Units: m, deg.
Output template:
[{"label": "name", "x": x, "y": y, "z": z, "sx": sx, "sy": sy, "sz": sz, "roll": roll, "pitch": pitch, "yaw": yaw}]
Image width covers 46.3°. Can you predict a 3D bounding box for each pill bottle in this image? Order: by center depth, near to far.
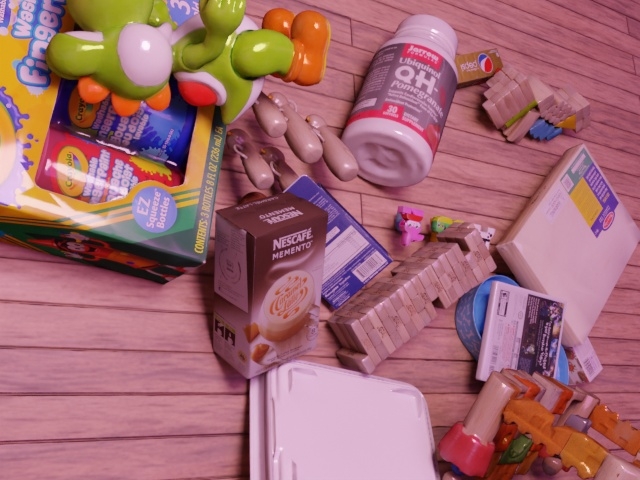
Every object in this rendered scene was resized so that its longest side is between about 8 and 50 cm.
[{"label": "pill bottle", "x": 0.164, "y": -0.275, "z": 1.437, "sx": 0.176, "sy": 0.176, "sz": 0.319, "roll": 33, "pitch": 60, "yaw": -23}]

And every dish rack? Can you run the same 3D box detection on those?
[{"label": "dish rack", "x": 0.053, "y": 0.320, "z": 1.177, "sx": 0.332, "sy": 0.072, "sz": 0.286, "roll": 15, "pitch": 47, "yaw": -22}]

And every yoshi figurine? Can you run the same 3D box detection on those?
[{"label": "yoshi figurine", "x": -0.180, "y": -0.292, "z": 0.997, "sx": 0.361, "sy": 0.204, "sz": 0.203, "roll": -7, "pitch": 61, "yaw": -27}]

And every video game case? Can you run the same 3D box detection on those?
[{"label": "video game case", "x": 0.388, "y": 0.189, "z": 1.441, "sx": 0.173, "sy": 0.022, "sz": 0.191, "roll": 15, "pitch": 80, "yaw": -21}]

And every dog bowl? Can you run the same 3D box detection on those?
[{"label": "dog bowl", "x": 0.382, "y": 0.210, "z": 1.510, "sx": 0.297, "sy": 0.074, "sz": 0.166, "roll": 52, "pitch": 55, "yaw": -11}]

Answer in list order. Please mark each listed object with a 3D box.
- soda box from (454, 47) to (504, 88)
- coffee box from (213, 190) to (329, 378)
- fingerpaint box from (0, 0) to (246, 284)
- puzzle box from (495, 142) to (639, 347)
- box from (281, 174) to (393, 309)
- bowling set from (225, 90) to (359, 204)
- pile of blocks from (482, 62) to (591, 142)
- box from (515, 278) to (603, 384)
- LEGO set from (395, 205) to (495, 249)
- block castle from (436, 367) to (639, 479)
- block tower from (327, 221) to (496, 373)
[{"label": "soda box", "x": 0.325, "y": -0.375, "z": 1.651, "sx": 0.181, "sy": 0.058, "sz": 0.061, "roll": -20, "pitch": 89, "yaw": -37}, {"label": "coffee box", "x": -0.079, "y": 0.066, "z": 1.137, "sx": 0.141, "sy": 0.098, "sz": 0.247, "roll": -20, "pitch": 127, "yaw": -37}, {"label": "fingerpaint box", "x": -0.327, "y": -0.204, "z": 1.082, "sx": 0.370, "sy": 0.163, "sz": 0.445, "roll": 19, "pitch": 66, "yaw": -30}, {"label": "puzzle box", "x": 0.552, "y": 0.000, "z": 1.628, "sx": 0.272, "sy": 0.052, "sz": 0.409, "roll": 54, "pitch": 52, "yaw": -10}, {"label": "box", "x": 0.000, "y": 0.000, "z": 1.269, "sx": 0.225, "sy": 0.136, "sz": 0.036, "roll": 44, "pitch": 12, "yaw": -22}, {"label": "bowling set", "x": -0.092, "y": -0.145, "z": 1.247, "sx": 0.287, "sy": 0.200, "sz": 0.154, "roll": 28, "pitch": 24, "yaw": -55}, {"label": "pile of blocks", "x": 0.476, "y": -0.313, "z": 1.722, "sx": 0.362, "sy": 0.149, "sz": 0.113, "roll": 7, "pitch": 40, "yaw": -40}, {"label": "box", "x": 0.504, "y": 0.154, "z": 1.617, "sx": 0.067, "sy": 0.063, "sz": 0.324, "roll": -29, "pitch": 94, "yaw": -39}, {"label": "LEGO set", "x": 0.220, "y": 0.001, "z": 1.451, "sx": 0.227, "sy": 0.087, "sz": 0.093, "roll": 11, "pitch": 87, "yaw": -29}, {"label": "block castle", "x": 0.417, "y": 0.390, "z": 1.252, "sx": 0.453, "sy": 0.303, "sz": 0.213, "roll": 18, "pitch": 102, "yaw": -49}, {"label": "block tower", "x": 0.165, "y": 0.092, "z": 1.325, "sx": 0.335, "sy": 0.091, "sz": 0.097, "roll": -37, "pitch": 108, "yaw": -22}]
